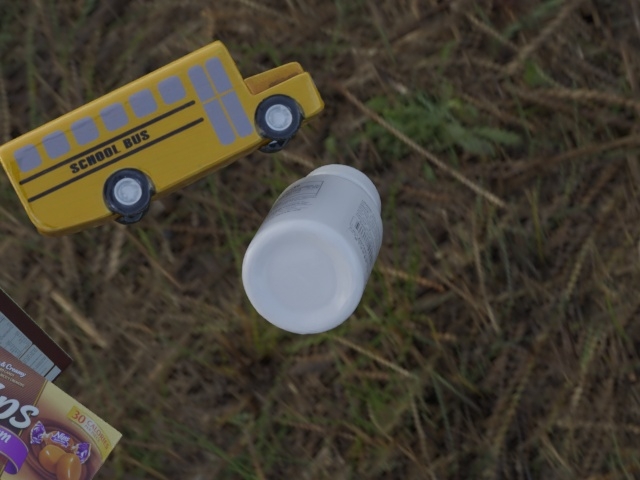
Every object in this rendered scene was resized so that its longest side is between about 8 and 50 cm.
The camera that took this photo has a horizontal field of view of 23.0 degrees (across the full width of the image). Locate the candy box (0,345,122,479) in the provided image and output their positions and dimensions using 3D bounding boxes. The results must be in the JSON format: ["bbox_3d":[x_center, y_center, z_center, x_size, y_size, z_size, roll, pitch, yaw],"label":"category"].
[{"bbox_3d":[-0.307,0.186,1.588,0.186,0.053,0.109,38,73,-8],"label":"candy box"}]

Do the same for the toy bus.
[{"bbox_3d":[-0.168,-0.110,1.691,0.332,0.108,0.130,-27,89,-9],"label":"toy bus"}]

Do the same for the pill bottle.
[{"bbox_3d":[0.000,0.000,1.736,0.131,0.229,0.131,4,112,10],"label":"pill bottle"}]

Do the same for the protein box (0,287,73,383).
[{"bbox_3d":[-0.473,0.120,2.084,0.136,0.201,0.200,-48,33,-14],"label":"protein box"}]
